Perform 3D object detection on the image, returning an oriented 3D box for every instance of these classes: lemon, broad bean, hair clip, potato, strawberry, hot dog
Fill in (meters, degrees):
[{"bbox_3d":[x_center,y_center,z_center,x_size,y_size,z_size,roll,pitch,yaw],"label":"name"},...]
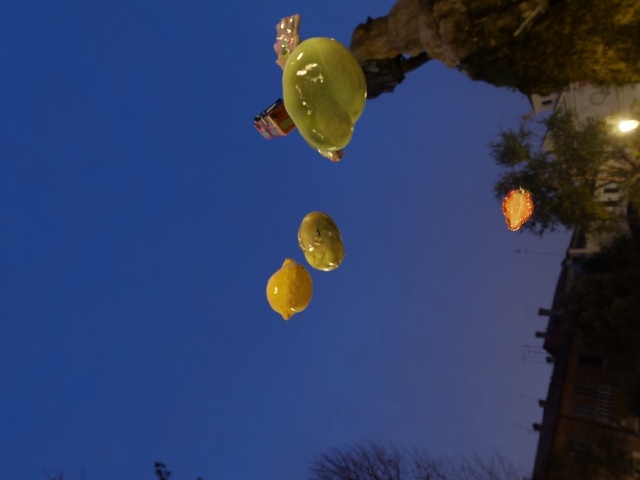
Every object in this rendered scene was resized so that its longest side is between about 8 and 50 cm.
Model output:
[{"bbox_3d":[-0.118,0.188,1.642,0.187,0.187,0.244,27,-121,-45],"label":"lemon"},{"bbox_3d":[0.005,-0.284,0.838,0.100,0.169,0.228,-75,-2,-51],"label":"broad bean"},{"bbox_3d":[-0.046,-0.476,1.032,0.090,0.278,0.137,-23,-43,-37],"label":"hair clip"},{"bbox_3d":[0.000,0.000,1.606,0.169,0.143,0.248,-9,-120,-11],"label":"potato"},{"bbox_3d":[0.679,-0.109,1.448,0.048,0.104,0.152,-4,-72,-60],"label":"strawberry"},{"bbox_3d":[0.044,-0.352,1.665,0.191,0.108,0.059,-61,-7,-71],"label":"hot dog"}]

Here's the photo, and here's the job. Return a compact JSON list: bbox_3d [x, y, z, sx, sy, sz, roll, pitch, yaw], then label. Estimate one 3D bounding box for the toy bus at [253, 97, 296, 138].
[{"bbox_3d":[-0.152,-0.395,1.381,0.093,0.409,0.092,-41,-71,-3],"label":"toy bus"}]
